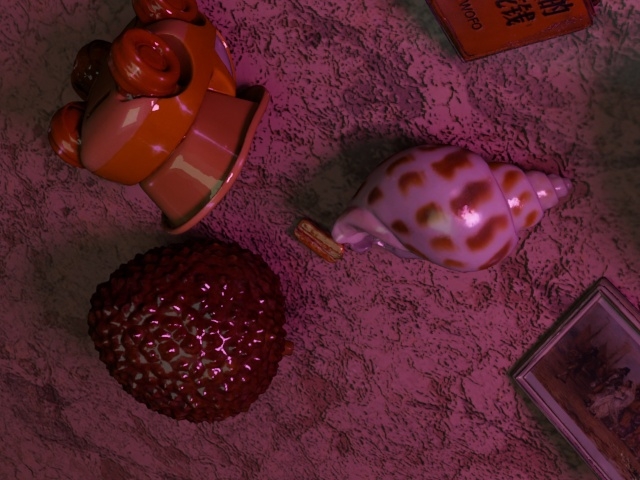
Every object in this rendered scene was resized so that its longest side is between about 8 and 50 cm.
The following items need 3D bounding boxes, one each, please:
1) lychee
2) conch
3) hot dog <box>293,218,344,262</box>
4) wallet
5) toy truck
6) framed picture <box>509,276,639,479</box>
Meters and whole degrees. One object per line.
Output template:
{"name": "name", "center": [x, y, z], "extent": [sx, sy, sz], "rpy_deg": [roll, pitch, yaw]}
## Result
{"name": "lychee", "center": [-0.181, 0.130, 1.143], "extent": [0.304, 0.276, 0.276], "rpy_deg": [17, 128, -19]}
{"name": "conch", "center": [0.156, -0.039, 0.967], "extent": [0.274, 0.183, 0.149], "rpy_deg": [11, 90, 13]}
{"name": "hot dog", "center": [0.000, 0.000, 1.140], "extent": [0.083, 0.021, 0.037], "rpy_deg": [38, 115, 3]}
{"name": "wallet", "center": [0.188, -0.271, 0.830], "extent": [0.160, 0.042, 0.195], "rpy_deg": [-13, 147, 29]}
{"name": "toy truck", "center": [-0.201, -0.171, 1.002], "extent": [0.211, 0.288, 0.204], "rpy_deg": [35, 127, -27]}
{"name": "framed picture", "center": [0.385, 0.212, 1.008], "extent": [0.274, 0.017, 0.217], "rpy_deg": [50, 128, 26]}
